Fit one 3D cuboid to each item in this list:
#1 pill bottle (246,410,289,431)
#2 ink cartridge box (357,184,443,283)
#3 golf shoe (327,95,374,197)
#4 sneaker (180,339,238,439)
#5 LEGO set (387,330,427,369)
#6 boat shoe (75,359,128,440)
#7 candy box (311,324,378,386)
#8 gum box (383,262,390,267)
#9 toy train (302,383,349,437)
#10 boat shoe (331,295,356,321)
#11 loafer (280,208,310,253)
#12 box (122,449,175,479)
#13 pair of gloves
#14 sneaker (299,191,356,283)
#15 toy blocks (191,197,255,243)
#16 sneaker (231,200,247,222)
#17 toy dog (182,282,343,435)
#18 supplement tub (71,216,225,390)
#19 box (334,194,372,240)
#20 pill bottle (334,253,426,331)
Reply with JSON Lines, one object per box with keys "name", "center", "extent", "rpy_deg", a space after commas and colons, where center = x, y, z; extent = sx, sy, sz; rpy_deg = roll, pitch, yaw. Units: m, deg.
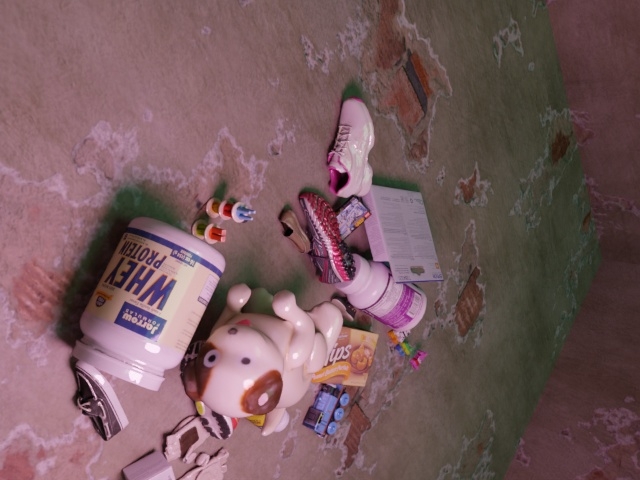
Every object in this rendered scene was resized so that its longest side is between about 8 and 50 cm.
{"name": "pill bottle", "center": [-0.164, 0.472, 1.836], "extent": [0.103, 0.103, 0.184], "rpy_deg": [-59, 135, -21]}
{"name": "ink cartridge box", "center": [0.266, -0.012, 2.140], "extent": [0.324, 0.071, 0.331], "rpy_deg": [3, 71, -52]}
{"name": "golf shoe", "center": [0.085, -0.273, 1.944], "extent": [0.140, 0.115, 0.307], "rpy_deg": [-17, 110, -42]}
{"name": "sneaker", "center": [-0.279, 0.379, 1.700], "extent": [0.118, 0.107, 0.279], "rpy_deg": [-45, 126, -63]}
{"name": "LEGO set", "center": [0.319, 0.358, 2.373], "extent": [0.093, 0.087, 0.227], "rpy_deg": [-43, 130, -15]}
{"name": "boat shoe", "center": [-0.499, 0.360, 1.447], "extent": [0.070, 0.077, 0.220], "rpy_deg": [-42, 130, -36]}
{"name": "candy box", "center": [0.046, 0.358, 2.062], "extent": [0.316, 0.087, 0.183], "rpy_deg": [19, 84, -49]}
{"name": "gum box", "center": [0.244, 0.118, 2.268], "extent": [0.184, 0.041, 0.157], "rpy_deg": [-37, 125, -36]}
{"name": "toy train", "center": [0.022, 0.540, 2.087], "extent": [0.105, 0.080, 0.184], "rpy_deg": [39, 69, -40]}
{"name": "boat shoe", "center": [0.075, 0.213, 2.094], "extent": [0.133, 0.048, 0.042], "rpy_deg": [51, 57, -45]}
{"name": "loafer", "center": [-0.079, -0.019, 1.860], "extent": [0.050, 0.056, 0.148], "rpy_deg": [-43, 118, -33]}
{"name": "box", "center": [-0.411, 0.592, 1.581], "extent": [0.101, 0.087, 0.101], "rpy_deg": [-23, 116, -30]}
{"name": "pair of gloves", "center": [-0.324, 0.577, 1.726], "extent": [0.204, 0.042, 0.240], "rpy_deg": [-20, 114, -45]}
{"name": "sneaker", "center": [0.000, 0.000, 1.917], "extent": [0.299, 0.111, 0.121], "rpy_deg": [68, 25, -17]}
{"name": "toy blocks", "center": [-0.235, -0.045, 1.599], "extent": [0.054, 0.148, 0.123], "rpy_deg": [47, 63, -43]}
{"name": "sneaker", "center": [-0.214, -0.071, 1.704], "extent": [0.083, 0.035, 0.031], "rpy_deg": [47, 65, -44]}
{"name": "toy dog", "center": [-0.165, 0.291, 1.573], "extent": [0.408, 0.284, 0.396], "rpy_deg": [5, 104, -73]}
{"name": "supplement tub", "center": [-0.373, 0.137, 1.417], "extent": [0.235, 0.235, 0.325], "rpy_deg": [38, 70, -46]}
{"name": "box", "center": [0.080, -0.065, 1.995], "extent": [0.137, 0.027, 0.094], "rpy_deg": [-42, 132, 7]}
{"name": "pill bottle", "center": [0.189, 0.164, 2.096], "extent": [0.301, 0.169, 0.169], "rpy_deg": [33, 73, -31]}
